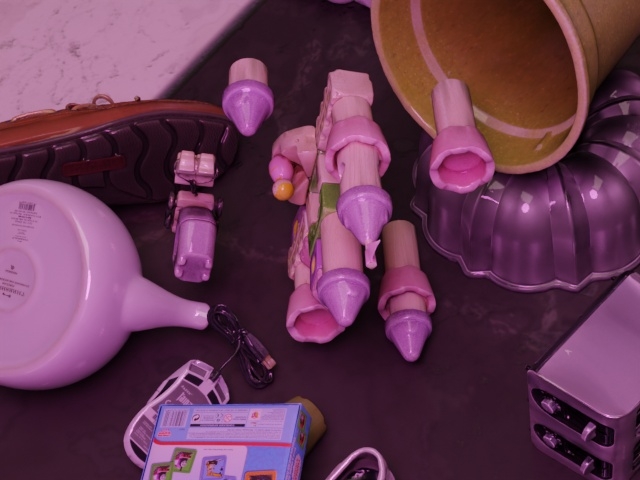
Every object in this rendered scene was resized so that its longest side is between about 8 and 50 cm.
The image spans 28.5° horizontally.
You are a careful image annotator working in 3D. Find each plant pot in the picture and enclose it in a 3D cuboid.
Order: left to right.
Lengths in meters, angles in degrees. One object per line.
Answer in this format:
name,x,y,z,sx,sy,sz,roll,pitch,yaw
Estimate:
plant pot,-0.037,0.207,1.331,0.083,0.083,0.079,32,53,31
plant pot,0.240,-0.254,1.375,0.276,0.276,0.254,30,52,30

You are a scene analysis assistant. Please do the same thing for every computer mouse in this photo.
computer mouse,-0.142,0.169,1.384,0.193,0.042,0.106,-45,101,-16

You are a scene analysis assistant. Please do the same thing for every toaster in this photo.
toaster,0.298,0.136,1.254,0.110,0.168,0.186,36,68,29

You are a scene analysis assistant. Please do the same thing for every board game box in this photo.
board game box,-0.104,0.260,1.227,0.160,0.039,0.211,-3,54,21

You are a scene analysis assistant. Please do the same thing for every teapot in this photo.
teapot,-0.300,0.055,1.440,0.252,0.187,0.256,-38,69,15

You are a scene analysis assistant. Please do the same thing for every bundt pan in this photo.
bundt pan,0.261,-0.105,1.478,0.331,0.124,0.331,-6,51,8

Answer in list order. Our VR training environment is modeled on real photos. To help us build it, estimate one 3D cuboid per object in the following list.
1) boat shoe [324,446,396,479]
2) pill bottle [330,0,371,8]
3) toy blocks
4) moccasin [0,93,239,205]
boat shoe,-0.007,0.319,1.223,0.096,0.088,0.267,26,61,28
pill bottle,0.009,-0.406,1.766,0.221,0.124,0.124,33,65,30
toy blocks,0.000,0.000,1.305,0.309,0.288,0.260,7,47,-10
moccasin,-0.287,-0.109,1.565,0.380,0.139,0.147,-16,34,-17
